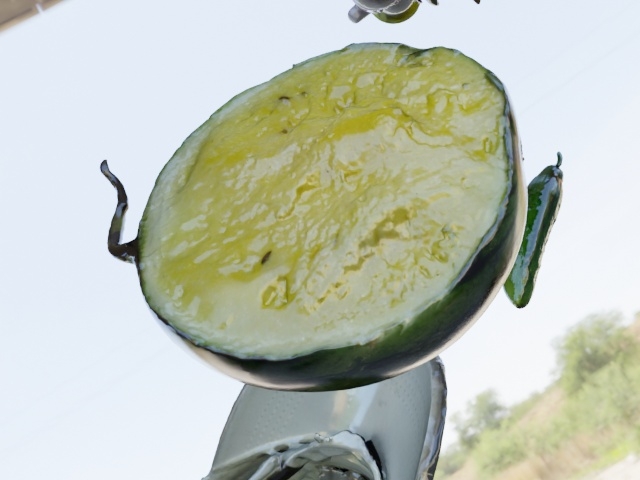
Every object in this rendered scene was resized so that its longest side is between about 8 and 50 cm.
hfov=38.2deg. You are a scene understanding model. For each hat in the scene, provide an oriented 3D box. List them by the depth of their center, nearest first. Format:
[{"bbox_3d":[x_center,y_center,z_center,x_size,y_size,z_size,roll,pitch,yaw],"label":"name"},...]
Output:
[{"bbox_3d":[0.028,0.216,0.786,0.168,0.258,0.301,13,-80,-50],"label":"hat"}]

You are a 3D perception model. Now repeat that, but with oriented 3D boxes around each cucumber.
[{"bbox_3d":[0.285,-0.018,1.239,0.056,0.056,0.250,110,-177,-63],"label":"cucumber"}]

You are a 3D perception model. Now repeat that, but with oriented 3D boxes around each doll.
[{"bbox_3d":[0.087,-0.337,1.221,0.129,0.081,0.207,-48,-10,14],"label":"doll"}]

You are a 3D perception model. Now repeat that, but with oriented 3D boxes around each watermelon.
[{"bbox_3d":[0.007,-0.001,0.511,0.232,0.204,0.127,-26,-42,7],"label":"watermelon"}]

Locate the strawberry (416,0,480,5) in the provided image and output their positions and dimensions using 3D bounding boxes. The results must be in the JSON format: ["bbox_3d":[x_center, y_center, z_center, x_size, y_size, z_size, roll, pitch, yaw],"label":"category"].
[{"bbox_3d":[0.109,-0.445,1.052,0.292,0.343,0.292,-10,-44,-10],"label":"strawberry"}]
